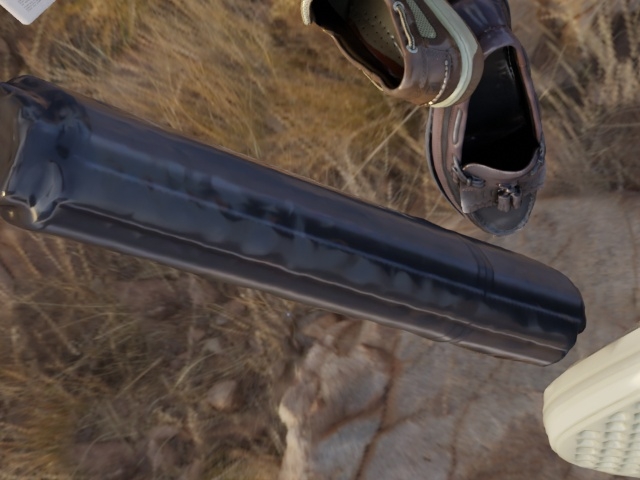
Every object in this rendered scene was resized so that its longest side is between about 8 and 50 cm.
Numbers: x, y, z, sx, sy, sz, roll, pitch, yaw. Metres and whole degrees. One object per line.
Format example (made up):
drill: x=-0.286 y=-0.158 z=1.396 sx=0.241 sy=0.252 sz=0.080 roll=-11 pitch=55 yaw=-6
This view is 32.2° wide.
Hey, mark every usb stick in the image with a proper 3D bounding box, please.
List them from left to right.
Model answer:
usb stick: x=0.000 y=0.000 z=0.422 sx=0.278 sy=0.077 sz=0.045 roll=17 pitch=104 yaw=-40

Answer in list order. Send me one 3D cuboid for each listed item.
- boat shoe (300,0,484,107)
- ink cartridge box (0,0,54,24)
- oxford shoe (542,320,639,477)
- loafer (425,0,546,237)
boat shoe: x=0.024 y=-0.208 z=0.904 sx=0.095 sy=0.095 sz=0.257 roll=-13 pitch=50 yaw=-40
ink cartridge box: x=-0.355 y=-0.399 z=1.259 sx=0.198 sy=0.273 sz=0.115 roll=-43 pitch=71 yaw=-1
oxford shoe: x=0.276 y=-0.024 z=0.461 sx=0.169 sy=0.449 sz=0.130 roll=19 pitch=45 yaw=-36
loafer: x=0.157 y=-0.098 z=1.032 sx=0.109 sy=0.302 sz=0.095 roll=-22 pitch=45 yaw=-3
